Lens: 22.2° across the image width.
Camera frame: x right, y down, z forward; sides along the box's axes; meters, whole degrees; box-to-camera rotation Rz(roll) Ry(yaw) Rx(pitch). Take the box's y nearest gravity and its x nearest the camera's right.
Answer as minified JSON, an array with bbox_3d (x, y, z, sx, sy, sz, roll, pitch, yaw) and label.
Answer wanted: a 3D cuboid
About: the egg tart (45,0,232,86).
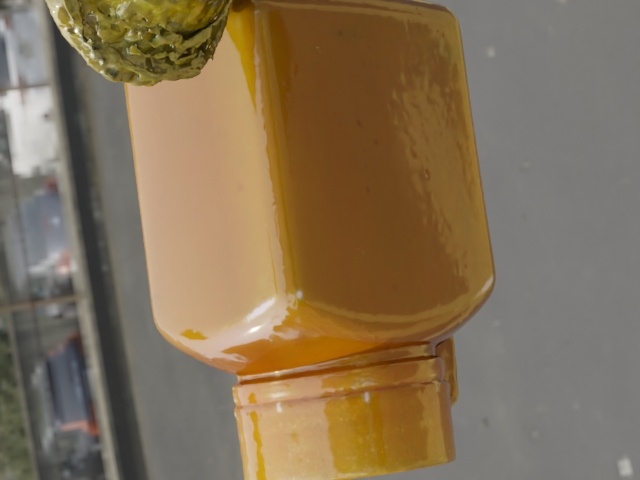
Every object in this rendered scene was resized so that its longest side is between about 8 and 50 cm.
[{"bbox_3d":[-0.069,-0.125,0.655,0.052,0.130,0.130,-6,94,35],"label":"egg tart"}]

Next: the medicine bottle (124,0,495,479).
[{"bbox_3d":[-0.001,0.000,0.772,0.112,0.149,0.222,-13,83,47],"label":"medicine bottle"}]
